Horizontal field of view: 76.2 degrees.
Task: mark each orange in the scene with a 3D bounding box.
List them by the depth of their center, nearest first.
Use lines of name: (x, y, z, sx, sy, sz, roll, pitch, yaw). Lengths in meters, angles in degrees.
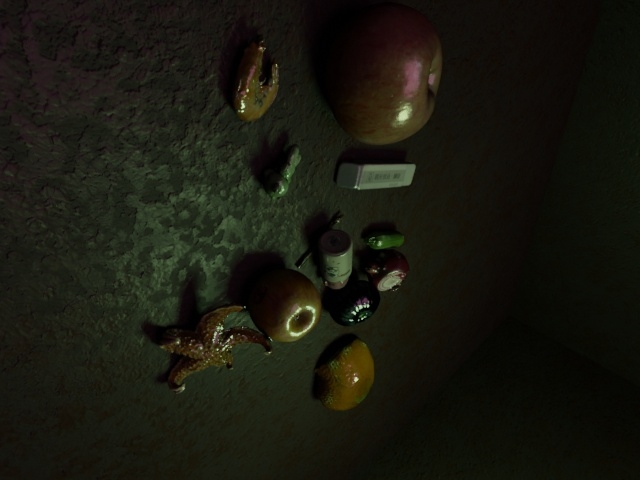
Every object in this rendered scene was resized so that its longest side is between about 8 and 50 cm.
orange: (0.120, 0.573, 1.729, 0.262, 0.196, 0.334, -23, 124, -53)

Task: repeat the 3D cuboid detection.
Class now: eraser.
eraser: (0.191, -0.220, 1.349, 0.352, 0.061, 0.089, -12, 123, -43)

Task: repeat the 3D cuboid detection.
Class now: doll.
doll: (-0.100, -0.181, 1.070, 0.150, 0.077, 0.115, -60, 180, -14)

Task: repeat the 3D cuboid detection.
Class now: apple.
apple: (0.175, -0.410, 1.040, 0.345, 0.269, 0.344, -26, 131, -35)
apple: (-0.106, 0.189, 1.204, 0.211, 0.188, 0.211, -22, 126, -34)

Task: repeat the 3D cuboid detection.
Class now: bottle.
bottle: (0.050, 0.074, 1.345, 0.110, 0.110, 0.233, -37, 149, -24)

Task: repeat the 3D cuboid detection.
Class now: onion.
onion: (0.231, 0.098, 1.554, 0.198, 0.135, 0.173, 23, 119, -36)

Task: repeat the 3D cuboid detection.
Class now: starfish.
starfish: (-0.284, 0.297, 1.120, 0.303, 0.113, 0.312, -13, 136, -11)

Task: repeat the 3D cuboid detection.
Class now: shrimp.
shrimp: (-0.145, -0.362, 0.919, 0.132, 0.052, 0.187, -26, 140, -59)

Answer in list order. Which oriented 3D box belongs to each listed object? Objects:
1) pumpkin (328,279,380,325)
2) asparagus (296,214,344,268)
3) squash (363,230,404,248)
pumpkin: (0.124, 0.230, 1.513, 0.202, 0.140, 0.202, -22, 146, -16)
asparagus: (0.000, 0.000, 1.323, 0.023, 0.022, 0.233, 42, 83, -17)
squash: (0.248, -0.003, 1.543, 0.219, 0.077, 0.068, -3, 108, -44)
